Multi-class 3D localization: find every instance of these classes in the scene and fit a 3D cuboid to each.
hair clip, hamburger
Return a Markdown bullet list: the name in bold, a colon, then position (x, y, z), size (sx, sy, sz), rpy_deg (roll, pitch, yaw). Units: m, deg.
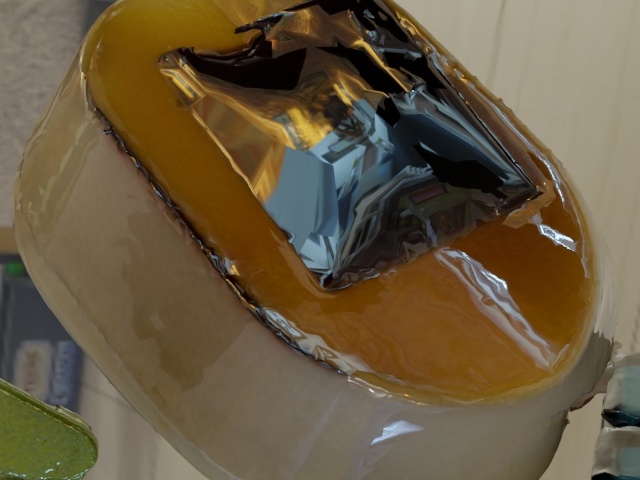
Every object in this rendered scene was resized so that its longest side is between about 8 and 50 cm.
- **hair clip**: position (-0.175, 0.052, 0.496), size (0.060, 0.188, 0.033), rpy_deg (-58, 11, 18)
- **hamburger**: position (0.000, 0.000, 0.423), size (0.210, 0.173, 0.116), rpy_deg (47, 147, 23)

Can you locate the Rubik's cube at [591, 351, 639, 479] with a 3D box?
- **Rubik's cube**: position (0.224, 0.215, 0.437), size (0.283, 0.288, 0.293), rpy_deg (5, 105, 15)
